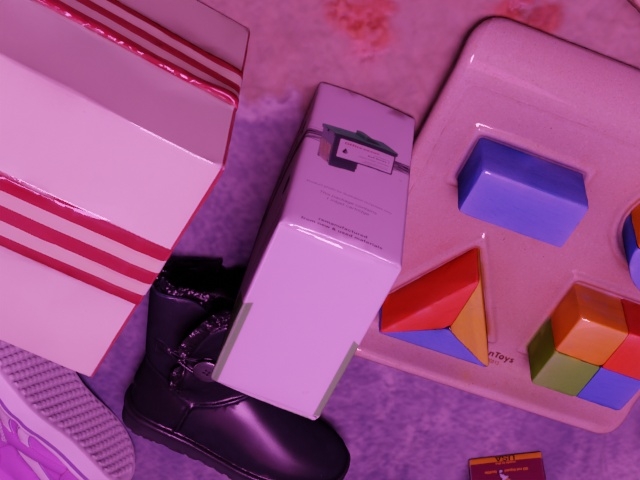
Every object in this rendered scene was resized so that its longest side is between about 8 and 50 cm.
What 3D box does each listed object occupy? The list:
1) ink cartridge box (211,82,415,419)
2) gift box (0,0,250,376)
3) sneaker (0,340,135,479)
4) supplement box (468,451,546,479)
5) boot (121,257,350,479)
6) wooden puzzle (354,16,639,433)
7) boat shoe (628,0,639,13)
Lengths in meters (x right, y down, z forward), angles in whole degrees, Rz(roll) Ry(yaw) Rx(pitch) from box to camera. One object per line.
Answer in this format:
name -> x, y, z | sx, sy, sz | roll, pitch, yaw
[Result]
ink cartridge box -> 0.000, 0.000, 0.771 | 0.092, 0.219, 0.160 | 21, 124, -7
gift box -> -0.229, -0.068, 0.720 | 0.258, 0.255, 0.276 | 28, 117, -17
sneaker -> -0.323, 0.169, 0.992 | 0.161, 0.102, 0.282 | -14, 123, 18
supplement box -> 0.201, 0.321, 1.000 | 0.080, 0.188, 0.104 | -9, 124, 10
boot -> -0.062, 0.133, 0.944 | 0.246, 0.094, 0.207 | 21, 128, -3
wooden puzzle -> 0.207, 0.021, 0.852 | 0.322, 0.081, 0.348 | 19, 125, -9
boat shoe -> 0.282, -0.174, 0.699 | 0.285, 0.103, 0.092 | 35, 116, -23
